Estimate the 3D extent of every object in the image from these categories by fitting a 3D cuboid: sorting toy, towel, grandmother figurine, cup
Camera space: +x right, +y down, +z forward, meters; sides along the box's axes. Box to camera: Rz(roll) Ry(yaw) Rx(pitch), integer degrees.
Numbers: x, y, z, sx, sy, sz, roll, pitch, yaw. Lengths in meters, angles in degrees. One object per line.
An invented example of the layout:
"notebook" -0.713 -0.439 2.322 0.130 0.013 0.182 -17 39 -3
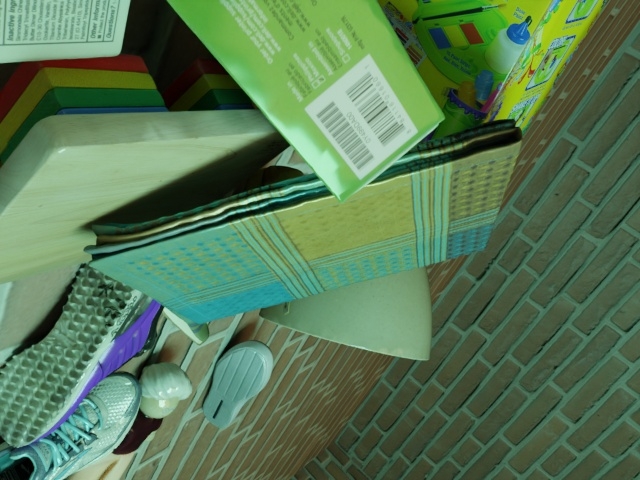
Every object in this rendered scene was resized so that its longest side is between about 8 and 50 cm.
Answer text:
"sorting toy" -0.187 -0.063 0.515 0.256 0.089 0.257 -31 174 36
"towel" 0.000 0.000 0.594 0.371 0.040 0.271 -15 158 2
"grandmother figurine" -0.341 0.344 1.003 0.342 0.104 0.208 -50 170 9
"cup" 0.074 0.070 1.120 0.331 0.331 0.236 25 80 -68

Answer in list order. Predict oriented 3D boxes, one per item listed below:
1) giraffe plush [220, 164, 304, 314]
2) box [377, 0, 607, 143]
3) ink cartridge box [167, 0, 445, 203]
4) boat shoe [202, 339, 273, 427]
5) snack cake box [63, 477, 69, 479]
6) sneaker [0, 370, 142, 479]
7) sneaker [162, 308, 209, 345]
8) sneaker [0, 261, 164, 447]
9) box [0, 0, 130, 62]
"giraffe plush" -0.127 -0.009 0.771 0.171 0.210 0.181 8 144 -26
"box" 0.117 -0.267 0.595 0.177 0.290 0.279 -28 152 -43
"ink cartridge box" -0.041 -0.171 0.444 0.097 0.255 0.189 -40 129 5
"boat shoe" -0.176 0.297 1.275 0.302 0.109 0.094 -55 176 40
"snack cake box" -0.467 0.447 0.826 0.264 0.152 0.089 -41 178 -22
"sneaker" -0.360 0.284 0.792 0.283 0.110 0.122 -39 -179 -28
"sneaker" -0.193 0.102 0.921 0.086 0.064 0.192 -40 154 -11
"sneaker" -0.286 0.143 0.756 0.293 0.102 0.146 -51 160 4
"box" -0.223 -0.181 0.294 0.232 0.127 0.148 -24 148 -48
